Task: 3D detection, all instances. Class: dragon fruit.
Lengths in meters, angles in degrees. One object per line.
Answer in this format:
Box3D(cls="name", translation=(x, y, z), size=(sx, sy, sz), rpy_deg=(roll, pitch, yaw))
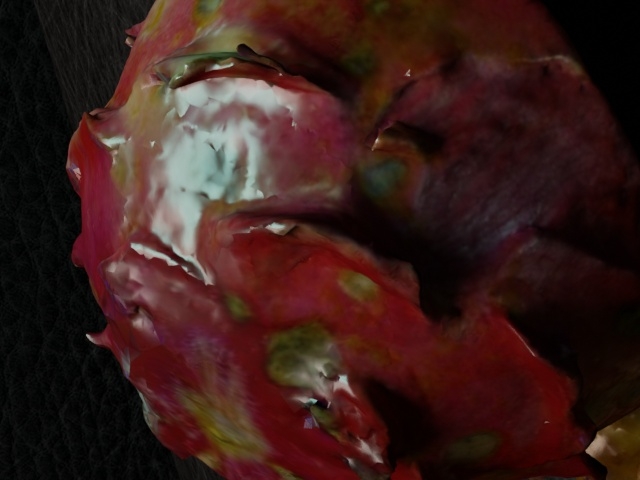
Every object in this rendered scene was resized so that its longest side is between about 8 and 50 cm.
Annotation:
Box3D(cls="dragon fruit", translation=(0.000, 0.000, 0.961), size=(0.371, 0.249, 0.386), rpy_deg=(39, 153, 30))

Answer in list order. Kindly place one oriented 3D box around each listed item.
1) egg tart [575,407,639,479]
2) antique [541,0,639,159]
Box3D(cls="egg tart", translation=(0.258, 0.139, 1.017), size=(0.341, 0.129, 0.341), rpy_deg=(56, 158, 36))
Box3D(cls="antique", translation=(0.116, -0.138, 1.042), size=(0.223, 0.129, 0.278), rpy_deg=(15, 137, 40))
